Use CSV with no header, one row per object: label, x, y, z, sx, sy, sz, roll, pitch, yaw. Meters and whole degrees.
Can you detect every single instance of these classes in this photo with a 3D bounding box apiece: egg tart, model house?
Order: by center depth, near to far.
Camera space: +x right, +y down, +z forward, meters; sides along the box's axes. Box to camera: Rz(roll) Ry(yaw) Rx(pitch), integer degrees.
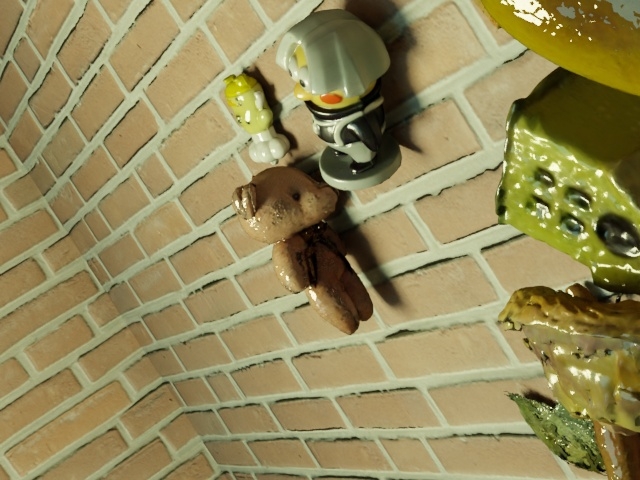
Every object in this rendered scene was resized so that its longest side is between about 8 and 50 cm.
model house,0.319,-0.063,1.080,0.234,0.193,0.175,35,145,37
egg tart,0.348,0.129,1.107,0.352,0.352,0.150,1,82,60

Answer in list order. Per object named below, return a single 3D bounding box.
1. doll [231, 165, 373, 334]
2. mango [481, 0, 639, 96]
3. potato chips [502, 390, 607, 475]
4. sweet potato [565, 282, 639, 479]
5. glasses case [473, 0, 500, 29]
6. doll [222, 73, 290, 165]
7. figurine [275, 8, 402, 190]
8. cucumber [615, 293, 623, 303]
doll,0.000,0.000,1.782,0.156,0.201,0.303,-39,92,27
mango,0.305,-0.250,0.839,0.445,0.220,0.301,19,102,30
potato chips,0.356,0.253,1.578,0.202,0.029,0.220,56,153,-6
sweet potato,0.369,0.205,1.400,0.066,0.072,0.314,-8,93,41
glasses case,0.202,-0.308,1.168,0.065,0.041,0.170,56,158,26
doll,-0.105,-0.196,1.808,0.106,0.062,0.162,12,132,61
figurine,0.027,-0.201,1.499,0.176,0.133,0.236,45,160,45
cucumber,0.405,0.138,1.345,0.163,0.039,0.043,48,133,11
